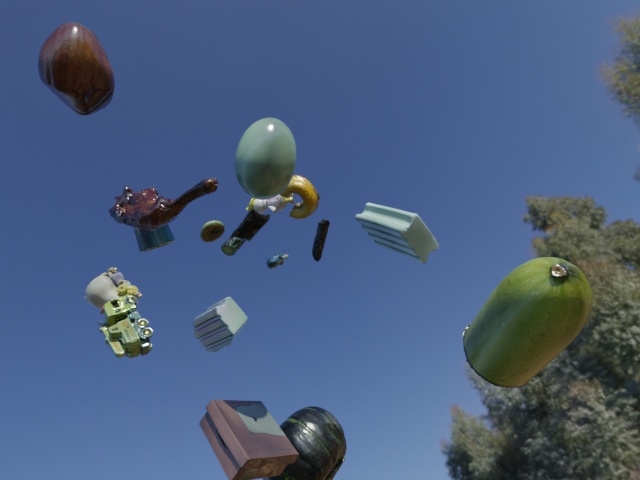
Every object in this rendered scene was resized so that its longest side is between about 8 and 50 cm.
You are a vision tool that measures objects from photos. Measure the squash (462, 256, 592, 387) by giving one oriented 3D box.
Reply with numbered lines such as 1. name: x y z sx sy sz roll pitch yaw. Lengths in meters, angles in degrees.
1. squash: 0.322 0.118 0.648 0.132 0.133 0.247 -10 -38 -17

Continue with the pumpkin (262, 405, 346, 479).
1. pumpkin: -0.054 0.719 1.427 0.323 0.241 0.323 -40 -33 -33

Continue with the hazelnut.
1. hazelnut: -0.613 -0.438 1.082 0.181 0.212 0.181 44 -101 -16

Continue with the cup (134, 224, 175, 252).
1. cup: -0.638 -0.045 1.585 0.131 0.155 0.176 -21 6 -37

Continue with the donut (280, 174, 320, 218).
1. donut: -0.083 -0.166 1.657 0.146 0.078 0.181 -12 -69 22

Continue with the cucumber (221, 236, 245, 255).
1. cucumber: -0.334 -0.029 1.826 0.067 0.293 0.068 8 -60 14

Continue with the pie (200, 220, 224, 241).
1. pie: -0.341 -0.027 1.342 0.084 0.021 0.084 -28 -41 -27

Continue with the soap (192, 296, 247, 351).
1. soap: -0.362 0.304 1.512 0.230 0.145 0.091 -30 9 44

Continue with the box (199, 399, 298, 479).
1. box: -0.200 0.550 1.176 0.086 0.215 0.215 -55 -39 5

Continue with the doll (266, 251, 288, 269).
1. doll: -0.173 0.081 1.633 0.083 0.050 0.076 -37 -11 -37

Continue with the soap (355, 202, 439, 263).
1. soap: 0.248 -0.032 1.406 0.087 0.265 0.160 -47 -63 -10

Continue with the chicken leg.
1. chicken leg: -0.470 -0.101 1.245 0.406 0.158 0.096 -8 -34 27

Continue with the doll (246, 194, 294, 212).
1. doll: -0.209 -0.154 1.745 0.207 0.129 0.081 -14 -43 8

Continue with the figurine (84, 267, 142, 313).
1. figurine: -0.699 0.226 1.488 0.155 0.235 0.127 -46 -7 -14

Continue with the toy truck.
1. toy truck: -0.494 0.222 1.067 0.100 0.169 0.077 -15 -39 -39

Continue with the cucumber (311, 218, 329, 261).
1. cucumber: 0.000 0.000 1.732 0.053 0.053 0.182 7 -81 -31

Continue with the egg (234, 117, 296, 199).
1. egg: -0.150 -0.227 1.173 0.168 0.168 0.231 17 -98 -37

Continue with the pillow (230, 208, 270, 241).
1. pillow: -0.264 -0.054 1.615 0.090 0.048 0.150 31 -65 -28
